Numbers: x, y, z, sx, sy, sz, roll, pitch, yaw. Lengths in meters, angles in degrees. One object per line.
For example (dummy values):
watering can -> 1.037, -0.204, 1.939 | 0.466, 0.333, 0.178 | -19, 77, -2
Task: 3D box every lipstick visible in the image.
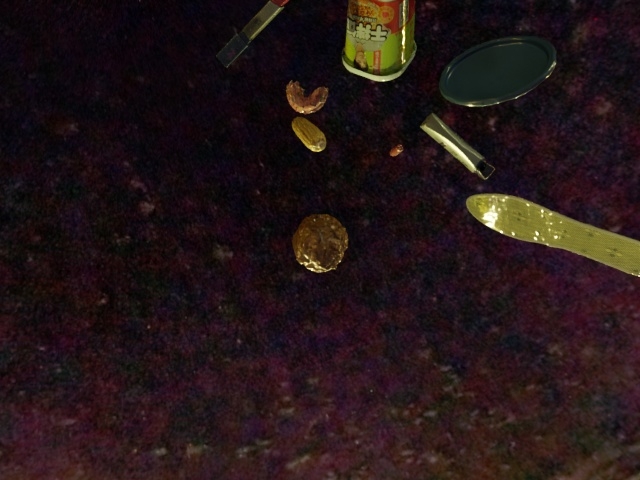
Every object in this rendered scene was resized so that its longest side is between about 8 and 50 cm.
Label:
lipstick -> -0.207, -0.680, 1.365 | 0.312, 0.051, 0.051 | -38, 112, 19

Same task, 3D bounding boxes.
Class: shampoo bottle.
shampoo bottle -> 0.586, -0.397, 1.834 | 0.359, 0.134, 0.078 | 40, 105, -4

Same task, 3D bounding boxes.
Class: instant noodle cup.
instant noodle cup -> 0.219, -0.798, 1.563 | 0.293, 0.294, 0.308 | -23, 152, -8

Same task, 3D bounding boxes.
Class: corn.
corn -> -0.039, -0.349, 1.406 | 0.067, 0.206, 0.068 | -14, 130, -18

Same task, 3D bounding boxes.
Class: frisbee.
frisbee -> 0.461, -0.438, 1.138 | 0.289, 0.290, 0.049 | -33, 133, 1

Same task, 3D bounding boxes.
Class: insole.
insole -> 0.399, -0.017, 0.747 | 0.007, 0.322, 0.109 | -46, 140, -21

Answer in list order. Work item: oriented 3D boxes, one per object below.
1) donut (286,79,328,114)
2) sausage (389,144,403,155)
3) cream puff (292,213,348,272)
donut -> -0.058, -0.542, 1.647 | 0.165, 0.065, 0.117 | 6, 90, 12
sausage -> 0.292, -0.346, 1.663 | 0.029, 0.223, 0.030 | 0, 96, 2
cream puff -> 0.004, -0.001, 1.011 | 0.126, 0.144, 0.103 | 23, 140, -18
